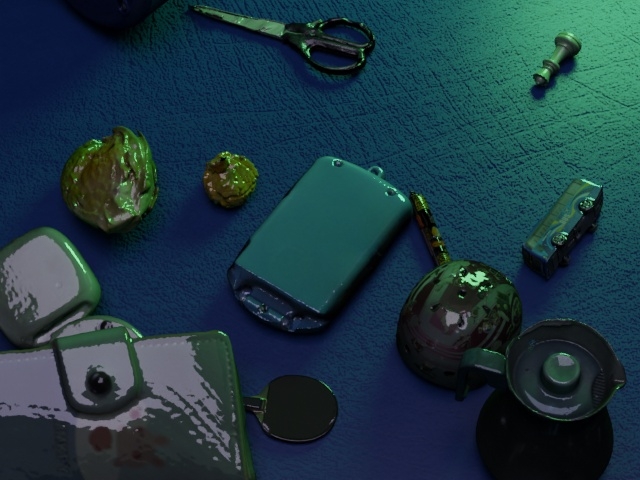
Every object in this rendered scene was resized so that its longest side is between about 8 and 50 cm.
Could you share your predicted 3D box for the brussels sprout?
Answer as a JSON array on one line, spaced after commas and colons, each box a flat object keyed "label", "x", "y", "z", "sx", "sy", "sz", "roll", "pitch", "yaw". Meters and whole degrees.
[{"label": "brussels sprout", "x": -0.294, "y": -0.078, "z": 1.970, "sx": 0.139, "sy": 0.100, "sz": 0.181, "roll": -20, "pitch": 61, "yaw": 2}]

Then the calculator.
[{"label": "calculator", "x": 0.000, "y": 0.000, "z": 1.933, "sx": 0.173, "sy": 0.051, "sz": 0.293, "roll": 29, "pitch": 64, "yaw": 20}]

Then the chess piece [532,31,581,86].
[{"label": "chess piece", "x": 0.347, "y": -0.266, "z": 2.086, "sx": 0.042, "sy": 0.042, "sz": 0.093, "roll": 33, "pitch": 71, "yaw": 20}]

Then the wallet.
[{"label": "wallet", "x": -0.270, "y": 0.237, "z": 1.755, "sx": 0.361, "sy": 0.083, "sz": 0.252, "roll": -8, "pitch": 83, "yaw": -4}]

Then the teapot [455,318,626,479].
[{"label": "teapot", "x": 0.265, "y": 0.199, "z": 1.700, "sx": 0.203, "sy": 0.225, "sz": 0.171, "roll": 14, "pitch": 60, "yaw": 11}]

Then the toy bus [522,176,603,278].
[{"label": "toy bus", "x": 0.336, "y": -0.018, "z": 1.932, "sx": 0.061, "sy": 0.051, "sz": 0.153, "roll": 27, "pitch": 64, "yaw": 31}]

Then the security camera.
[{"label": "security camera", "x": -0.334, "y": 0.124, "z": 1.861, "sx": 0.157, "sy": 0.080, "sz": 0.301, "roll": -35, "pitch": 74, "yaw": -8}]

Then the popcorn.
[{"label": "popcorn", "x": -0.131, "y": -0.095, "z": 1.980, "sx": 0.084, "sy": 0.084, "sz": 0.084, "roll": -1, "pitch": 59, "yaw": 2}]

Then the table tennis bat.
[{"label": "table tennis bat", "x": -0.056, "y": 0.216, "z": 1.827, "sx": 0.158, "sy": 0.014, "sz": 0.095, "roll": 6, "pitch": 60, "yaw": 4}]

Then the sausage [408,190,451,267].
[{"label": "sausage", "x": 0.160, "y": 0.010, "z": 1.933, "sx": 0.025, "sy": 0.028, "sz": 0.198, "roll": -29, "pitch": 58, "yaw": 15}]

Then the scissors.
[{"label": "scissors", "x": -0.064, "y": -0.324, "z": 2.148, "sx": 0.300, "sy": 0.022, "sz": 0.109, "roll": 18, "pitch": 58, "yaw": 13}]

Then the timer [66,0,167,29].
[{"label": "timer", "x": -0.229, "y": -0.520, "z": 2.168, "sx": 0.270, "sy": 0.270, "sz": 0.383, "roll": 38, "pitch": 53, "yaw": 22}]

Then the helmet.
[{"label": "helmet", "x": 0.177, "y": 0.098, "z": 1.819, "sx": 0.153, "sy": 0.107, "sz": 0.177, "roll": 28, "pitch": 80, "yaw": 21}]
